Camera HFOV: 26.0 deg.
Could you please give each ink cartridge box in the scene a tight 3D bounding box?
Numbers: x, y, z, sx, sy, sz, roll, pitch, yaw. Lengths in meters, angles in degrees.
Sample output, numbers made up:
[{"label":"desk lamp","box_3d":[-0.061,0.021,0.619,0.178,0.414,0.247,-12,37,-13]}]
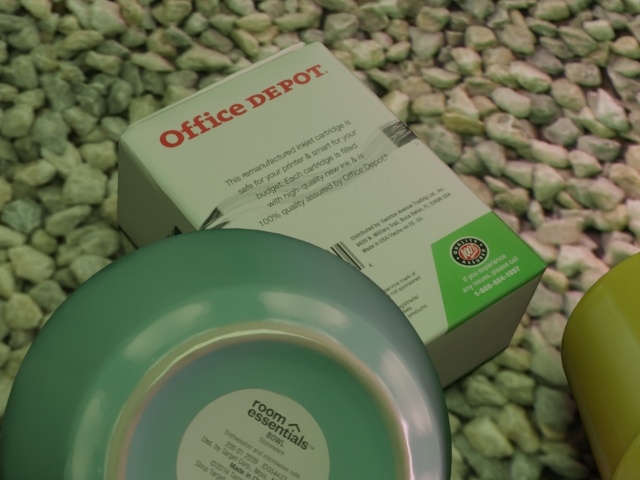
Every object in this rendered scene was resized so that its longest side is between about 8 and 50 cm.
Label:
[{"label":"ink cartridge box","box_3d":[0.000,0.000,1.111,0.211,0.121,0.289,-29,63,-28]}]

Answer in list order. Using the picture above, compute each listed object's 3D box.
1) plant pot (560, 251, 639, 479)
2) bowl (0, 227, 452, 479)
[{"label":"plant pot","box_3d":[0.296,0.133,1.001,0.254,0.254,0.239,-9,39,-17]},{"label":"bowl","box_3d":[-0.047,0.143,0.865,0.311,0.163,0.312,1,87,-11]}]
